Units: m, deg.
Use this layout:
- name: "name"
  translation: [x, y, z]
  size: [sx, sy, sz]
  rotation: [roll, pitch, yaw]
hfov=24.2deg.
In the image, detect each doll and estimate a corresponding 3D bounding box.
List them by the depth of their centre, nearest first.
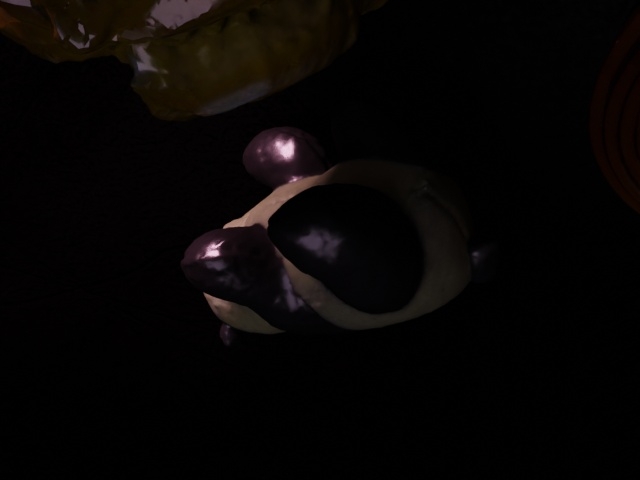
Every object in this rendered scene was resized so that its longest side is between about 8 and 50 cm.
- name: "doll"
  translation: [0.000, 0.001, 0.986]
  size: [0.234, 0.143, 0.135]
  rotation: [-15, 124, 45]

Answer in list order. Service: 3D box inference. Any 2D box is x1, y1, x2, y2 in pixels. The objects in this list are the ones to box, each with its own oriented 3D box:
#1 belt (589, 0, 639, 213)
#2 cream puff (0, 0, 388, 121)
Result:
- name: "belt"
  translation: [0.248, -0.090, 0.724]
  size: [0.184, 0.105, 0.261]
  rotation: [45, 141, -11]
- name: "cream puff"
  translation: [-0.094, -0.225, 0.729]
  size: [0.378, 0.275, 0.378]
  rotation: [24, 139, 23]
